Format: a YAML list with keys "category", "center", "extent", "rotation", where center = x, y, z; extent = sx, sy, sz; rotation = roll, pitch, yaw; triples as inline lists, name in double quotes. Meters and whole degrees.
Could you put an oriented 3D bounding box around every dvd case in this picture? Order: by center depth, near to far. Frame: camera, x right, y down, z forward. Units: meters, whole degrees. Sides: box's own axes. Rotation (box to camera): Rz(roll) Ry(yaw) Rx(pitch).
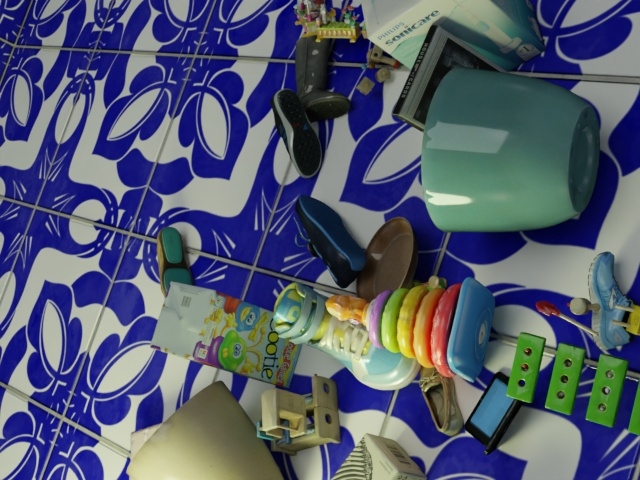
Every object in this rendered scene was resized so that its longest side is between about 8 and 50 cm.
- category: "dvd case"
  center: [0.257, -0.264, 1.904]
  extent: [0.029, 0.239, 0.179]
  rotation: [22, 88, 56]

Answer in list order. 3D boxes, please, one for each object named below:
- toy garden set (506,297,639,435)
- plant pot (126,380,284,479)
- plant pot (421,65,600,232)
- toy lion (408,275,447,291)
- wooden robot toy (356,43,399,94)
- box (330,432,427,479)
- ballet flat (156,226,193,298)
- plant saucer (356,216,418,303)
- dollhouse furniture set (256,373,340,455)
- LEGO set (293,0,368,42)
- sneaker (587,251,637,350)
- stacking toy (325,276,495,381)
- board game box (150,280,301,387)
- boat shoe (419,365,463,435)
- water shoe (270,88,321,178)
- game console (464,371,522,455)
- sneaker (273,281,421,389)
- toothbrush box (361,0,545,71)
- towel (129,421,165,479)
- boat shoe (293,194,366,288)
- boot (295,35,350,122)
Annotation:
- category: "toy garden set"
  center: [0.437, 0.180, 1.630]
  extent: [0.244, 0.049, 0.203]
  rotation: [14, 95, 31]
- category: "plant pot"
  center: [-0.188, 0.459, 2.003]
  extent: [0.274, 0.256, 0.256]
  rotation: [43, 106, 11]
- category: "plant pot"
  center: [0.339, -0.148, 1.759]
  extent: [0.235, 0.293, 0.293]
  rotation: [7, 77, 30]
- category: "toy lion"
  center: [0.191, 0.118, 1.954]
  extent: [0.100, 0.034, 0.096]
  rotation: [-7, 75, 41]
- category: "wooden robot toy"
  center: [0.128, -0.390, 2.221]
  extent: [0.079, 0.076, 0.173]
  rotation: [171, 119, -79]
- category: "box"
  center: [0.061, 0.491, 1.866]
  extent: [0.275, 0.094, 0.113]
  rotation: [-55, 46, 9]
- category: "ballet flat"
  center: [-0.351, 0.076, 2.459]
  extent: [0.073, 0.080, 0.232]
  rotation: [121, 146, -49]
- category: "plant saucer"
  center: [0.135, 0.052, 1.994]
  extent: [0.198, 0.036, 0.198]
  rotation: [-46, 33, 42]
- category: "dollhouse furniture set"
  center: [-0.071, 0.328, 1.995]
  extent: [0.129, 0.184, 0.129]
  rotation: [-24, 58, 35]
- category: "LEGO set"
  center: [0.019, -0.517, 2.294]
  extent: [0.132, 0.107, 0.287]
  rotation: [-27, 37, -24]
- category: "sneaker"
  center: [0.482, 0.097, 1.678]
  extent: [0.073, 0.063, 0.162]
  rotation: [-9, 75, 30]
- category: "stacking toy"
  center: [0.144, 0.141, 1.825]
  extent: [0.302, 0.175, 0.165]
  rotation: [9, 76, 24]
- category: "board game box"
  center: [-0.182, 0.194, 2.090]
  extent: [0.144, 0.275, 0.142]
  rotation: [8, 78, 44]
- category: "boat shoe"
  center: [0.210, 0.278, 1.851]
  extent: [0.056, 0.048, 0.153]
  rotation: [-34, 53, 28]
- category: "water shoe"
  center: [-0.054, -0.236, 2.277]
  extent: [0.080, 0.073, 0.203]
  rotation: [178, 74, -71]
- category: "game console"
  center: [0.294, 0.293, 1.754]
  extent: [0.071, 0.107, 0.122]
  rotation: [31, 96, 17]
- category: "sneaker"
  center: [0.028, 0.178, 1.944]
  extent: [0.319, 0.208, 0.127]
  rotation: [19, 83, 48]
- category: "toothbrush box"
  center: [0.249, -0.414, 1.936]
  extent: [0.216, 0.295, 0.126]
  rotation: [-29, 55, 32]
- category: "towel"
  center: [-0.298, 0.543, 2.209]
  extent: [0.317, 0.053, 0.331]
  rotation: [-23, 59, 34]
- category: "boat shoe"
  center: [0.000, 0.000, 2.121]
  extent: [0.089, 0.109, 0.258]
  rotation: [-64, 31, 25]
- category: "boot"
  center: [0.003, -0.375, 2.319]
  extent: [0.190, 0.076, 0.208]
  rotation: [-5, 62, 39]
